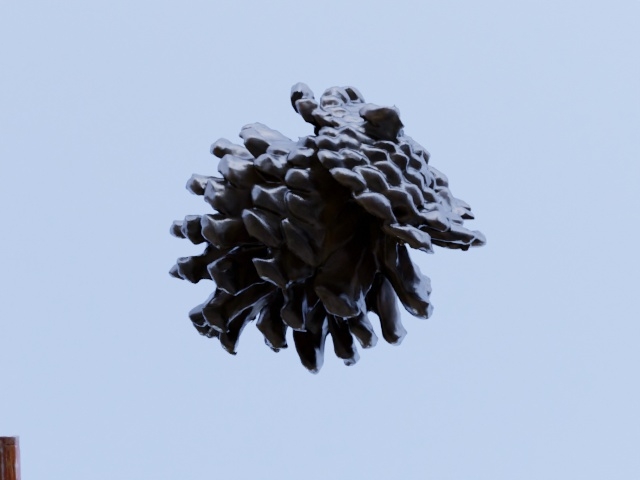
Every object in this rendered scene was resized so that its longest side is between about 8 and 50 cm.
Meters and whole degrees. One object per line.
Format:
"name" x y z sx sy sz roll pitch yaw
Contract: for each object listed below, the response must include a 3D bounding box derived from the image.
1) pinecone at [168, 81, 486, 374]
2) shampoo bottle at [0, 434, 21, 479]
"pinecone" 0.000 -0.003 0.947 0.195 0.179 0.150 -28 -43 -7
"shampoo bottle" -0.297 0.293 1.403 0.108 0.051 0.221 -4 -100 0
